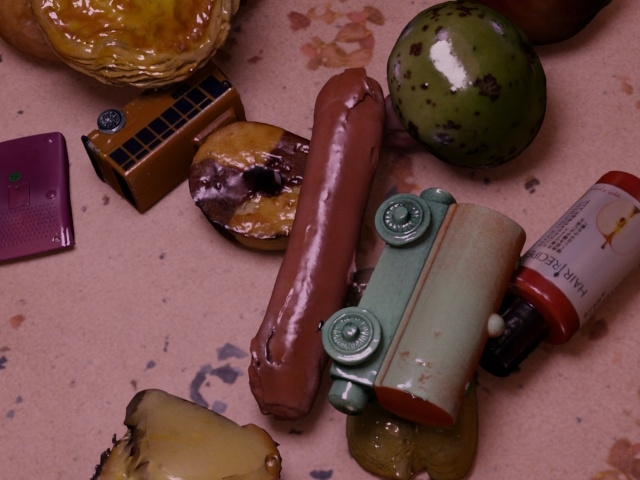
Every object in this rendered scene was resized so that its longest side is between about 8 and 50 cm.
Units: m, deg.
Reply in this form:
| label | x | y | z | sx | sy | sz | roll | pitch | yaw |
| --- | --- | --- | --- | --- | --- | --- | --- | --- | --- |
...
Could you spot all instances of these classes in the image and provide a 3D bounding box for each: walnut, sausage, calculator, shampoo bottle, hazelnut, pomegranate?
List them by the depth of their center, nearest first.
| label | x | y | z | sx | sy | sz | roll | pitch | yaw |
| --- | --- | --- | --- | --- | --- | --- | --- | --- | --- |
| shampoo bottle | 0.277 | 0.045 | 1.425 | 0.104 | 0.104 | 0.278 | 38 | 70 | 25 |
| sausage | 0.000 | 0.000 | 1.433 | 0.094 | 0.094 | 0.418 | -3 | 65 | 44 |
| pomegranate | 0.153 | -0.174 | 1.538 | 0.248 | 0.214 | 0.214 | -29 | 51 | 33 |
| calculator | -0.384 | -0.059 | 1.606 | 0.127 | 0.034 | 0.190 | -13 | 57 | 1 |
| hazelnut | 0.284 | -0.361 | 1.628 | 0.230 | 0.229 | 0.229 | -3 | 59 | 5 |
| walnut | -0.360 | -0.321 | 1.695 | 0.207 | 0.159 | 0.159 | 18 | 62 | 12 |

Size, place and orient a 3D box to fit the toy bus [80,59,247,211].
| label | x | y | z | sx | sy | sz | roll | pitch | yaw |
| --- | --- | --- | --- | --- | --- | --- | --- | --- | --- |
| toy bus | -0.191 | -0.141 | 1.595 | 0.201 | 0.098 | 0.114 | -41 | 63 | -17 |

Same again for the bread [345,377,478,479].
| label | x | y | z | sx | sy | sz | roll | pitch | yaw |
| --- | --- | --- | --- | --- | --- | --- | --- | --- | --- |
| bread | 0.098 | 0.176 | 1.392 | 0.150 | 0.065 | 0.187 | -6 | 60 | 9 |

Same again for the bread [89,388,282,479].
| label | x | y | z | sx | sy | sz | roll | pitch | yaw |
| --- | --- | --- | --- | --- | --- | --- | --- | --- | --- |
| bread | -0.147 | 0.295 | 1.293 | 0.204 | 0.162 | 0.262 | 14 | 39 | 16 |

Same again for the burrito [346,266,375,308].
| label | x | y | z | sx | sy | sz | roll | pitch | yaw |
| --- | --- | --- | --- | --- | --- | --- | --- | --- | --- |
| burrito | 0.066 | 0.056 | 1.476 | 0.188 | 0.045 | 0.058 | -11 | 60 | -1 |

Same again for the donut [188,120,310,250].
| label | x | y | z | sx | sy | sz | roll | pitch | yaw |
| --- | --- | --- | --- | --- | --- | --- | --- | --- | --- |
| donut | -0.070 | -0.062 | 1.547 | 0.184 | 0.073 | 0.166 | 11 | 60 | 12 |

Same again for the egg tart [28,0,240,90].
| label | x | y | z | sx | sy | sz | roll | pitch | yaw |
| --- | --- | --- | --- | --- | --- | --- | --- | --- | --- |
| egg tart | -0.225 | -0.328 | 1.567 | 0.295 | 0.116 | 0.294 | 1 | 93 | 16 |

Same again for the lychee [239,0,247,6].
| label | x | y | z | sx | sy | sz | roll | pitch | yaw |
| --- | --- | --- | --- | --- | --- | --- | --- | --- | --- |
| lychee | -0.174 | -0.373 | 1.696 | 0.188 | 0.188 | 0.188 | -3 | 59 | 5 |

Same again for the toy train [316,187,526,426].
| label | x | y | z | sx | sy | sz | roll | pitch | yaw |
| --- | --- | --- | --- | --- | --- | --- | --- | --- | --- |
| toy train | 0.116 | 0.073 | 1.363 | 0.177 | 0.116 | 0.285 | 15 | 62 | 21 |
